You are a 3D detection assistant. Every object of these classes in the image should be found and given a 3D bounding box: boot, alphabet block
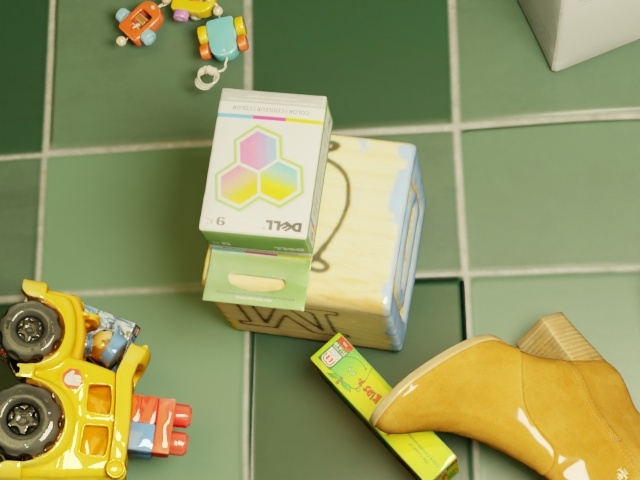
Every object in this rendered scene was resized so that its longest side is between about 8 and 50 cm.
[{"bbox_3d":[0.212,0.197,1.359,0.295,0.104,0.211,-18,63,-35],"label":"boot"},{"bbox_3d":[0.000,0.000,1.460,0.197,0.193,0.192,7,71,10],"label":"alphabet block"}]

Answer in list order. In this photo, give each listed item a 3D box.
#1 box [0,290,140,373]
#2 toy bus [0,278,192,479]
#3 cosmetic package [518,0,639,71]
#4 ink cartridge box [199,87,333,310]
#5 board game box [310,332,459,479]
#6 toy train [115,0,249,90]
[{"bbox_3d":[-0.287,0.117,1.547,0.137,0.027,0.094,20,75,13],"label":"box"},{"bbox_3d":[-0.242,0.163,1.446,0.211,0.149,0.220,4,71,-5],"label":"toy bus"},{"bbox_3d":[0.282,-0.351,1.519,0.138,0.224,0.224,-21,71,-2],"label":"cosmetic package"},{"bbox_3d":[-0.057,-0.042,1.347,0.109,0.062,0.209,6,73,9],"label":"ink cartridge box"},{"bbox_3d":[0.069,0.186,1.441,0.043,0.092,0.181,-41,71,-7],"label":"board game box"},{"bbox_3d":[-0.162,-0.248,1.643,0.166,0.046,0.125,38,82,20],"label":"toy train"}]
